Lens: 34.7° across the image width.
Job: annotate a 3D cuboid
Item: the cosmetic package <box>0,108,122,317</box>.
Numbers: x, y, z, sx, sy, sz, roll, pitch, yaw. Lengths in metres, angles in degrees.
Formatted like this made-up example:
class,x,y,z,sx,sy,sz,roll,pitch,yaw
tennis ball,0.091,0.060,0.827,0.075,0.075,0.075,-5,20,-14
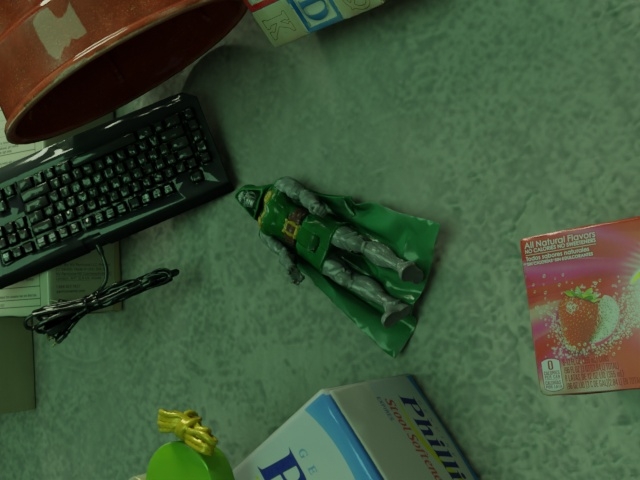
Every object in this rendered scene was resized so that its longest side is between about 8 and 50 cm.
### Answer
class,x,y,z,sx,sy,sz,roll,pitch,yaw
cosmetic package,-0.329,-0.065,1.198,0.160,0.113,0.309,-4,86,36

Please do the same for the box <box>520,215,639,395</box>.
class,x,y,z,sx,sy,sz,roll,pitch,yaw
box,0.288,0.037,0.724,0.257,0.128,0.122,-12,82,37

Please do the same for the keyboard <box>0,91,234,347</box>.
class,x,y,z,sx,sy,sz,roll,pitch,yaw
keyboard,-0.245,-0.013,1.087,0.317,0.033,0.201,-23,85,4

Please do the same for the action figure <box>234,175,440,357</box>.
class,x,y,z,sx,sy,sz,roll,pitch,yaw
action figure,0.000,0.000,0.986,0.232,0.063,0.137,31,110,37

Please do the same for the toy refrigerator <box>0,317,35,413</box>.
class,x,y,z,sx,sy,sz,roll,pitch,yaw
toy refrigerator,-0.425,0.080,1.280,0.102,0.094,0.269,-7,86,30

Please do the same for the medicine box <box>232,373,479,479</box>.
class,x,y,z,sx,sy,sz,roll,pitch,yaw
medicine box,0.020,0.308,0.904,0.289,0.149,0.263,-46,64,27

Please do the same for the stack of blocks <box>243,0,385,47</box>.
class,x,y,z,sx,sy,sz,roll,pitch,yaw
stack of blocks,-0.041,-0.336,0.893,0.171,0.087,0.297,-16,123,35

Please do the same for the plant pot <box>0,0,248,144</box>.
class,x,y,z,sx,sy,sz,roll,pitch,yaw
plant pot,-0.254,-0.275,1.000,0.272,0.272,0.265,-31,92,32

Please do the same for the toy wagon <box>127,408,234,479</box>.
class,x,y,z,sx,sy,sz,roll,pitch,yaw
toy wagon,-0.128,0.309,0.881,0.267,0.068,0.344,20,101,36
